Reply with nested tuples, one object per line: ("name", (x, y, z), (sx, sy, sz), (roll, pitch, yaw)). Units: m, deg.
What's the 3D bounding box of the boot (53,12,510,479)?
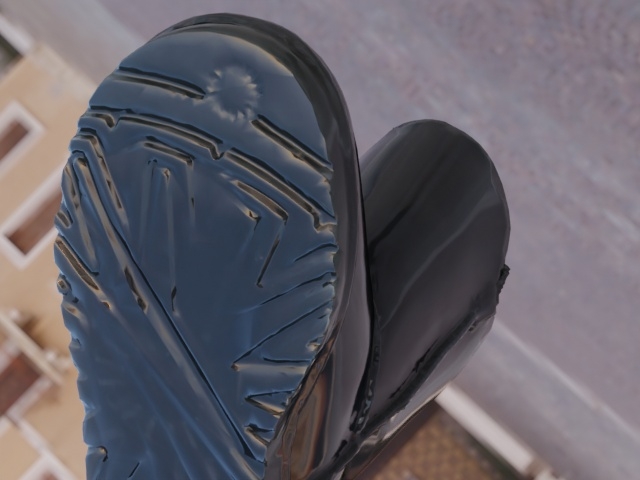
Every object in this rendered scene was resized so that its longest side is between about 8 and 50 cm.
("boot", (0.000, 0.000, 0.632), (0.094, 0.207, 0.246), (18, 126, 19))
